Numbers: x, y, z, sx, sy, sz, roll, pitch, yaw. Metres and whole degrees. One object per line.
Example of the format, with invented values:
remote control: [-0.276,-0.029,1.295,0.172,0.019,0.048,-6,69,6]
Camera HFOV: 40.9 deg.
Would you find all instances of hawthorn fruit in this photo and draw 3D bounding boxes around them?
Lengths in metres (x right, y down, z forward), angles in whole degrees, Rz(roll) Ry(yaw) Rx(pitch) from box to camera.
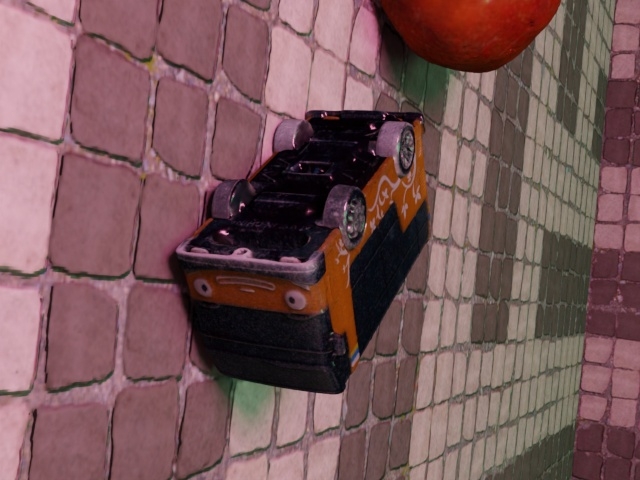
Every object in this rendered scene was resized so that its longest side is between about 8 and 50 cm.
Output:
hawthorn fruit: [0.185,-0.295,1.035,0.299,0.211,0.211,36,62,-71]

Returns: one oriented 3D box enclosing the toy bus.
toy bus: [0.000,0.000,0.779,0.275,0.138,0.167,-52,141,-50]
